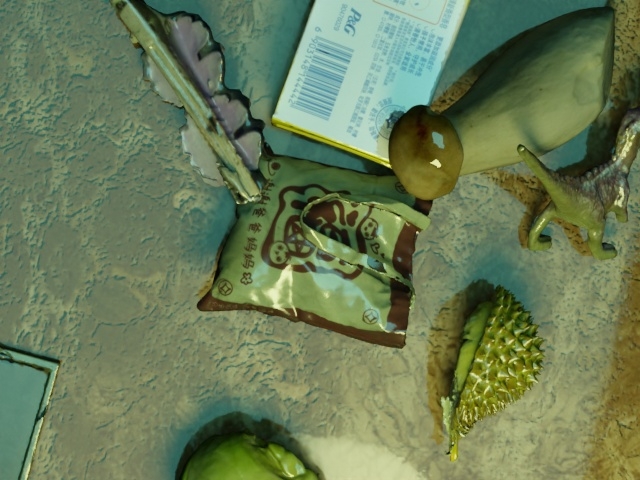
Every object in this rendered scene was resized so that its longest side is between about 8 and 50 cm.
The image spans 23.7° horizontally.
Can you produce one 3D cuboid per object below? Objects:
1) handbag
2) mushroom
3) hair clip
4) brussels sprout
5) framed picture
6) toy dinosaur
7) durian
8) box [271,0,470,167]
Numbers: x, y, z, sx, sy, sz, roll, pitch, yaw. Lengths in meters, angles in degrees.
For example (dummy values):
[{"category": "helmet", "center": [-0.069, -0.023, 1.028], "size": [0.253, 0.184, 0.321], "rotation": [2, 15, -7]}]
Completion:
[{"category": "handbag", "center": [0.000, 0.000, 1.699], "size": [0.235, 0.127, 0.213], "rotation": [11, 70, 6]}, {"category": "mushroom", "center": [0.220, -0.154, 1.683], "size": [0.350, 0.128, 0.128], "rotation": [-30, 95, -28]}, {"category": "hair clip", "center": [-0.140, -0.166, 1.687], "size": [0.106, 0.084, 0.292], "rotation": [-34, 84, 17]}, {"category": "brussels sprout", "center": [-0.078, 0.304, 1.715], "size": [0.183, 0.131, 0.145], "rotation": [35, 68, -5]}, {"category": "framed picture", "center": [-0.456, 0.198, 1.729], "size": [0.281, 0.019, 0.208], "rotation": [17, 92, -5]}, {"category": "toy dinosaur", "center": [0.284, -0.061, 1.704], "size": [0.251, 0.072, 0.199], "rotation": [-14, 131, -29]}, {"category": "durian", "center": [0.190, 0.159, 1.716], "size": [0.102, 0.146, 0.208], "rotation": [22, 97, 7]}, {"category": "box", "center": [0.063, -0.226, 1.710], "size": [0.168, 0.097, 0.265], "rotation": [19, 92, -5]}]
